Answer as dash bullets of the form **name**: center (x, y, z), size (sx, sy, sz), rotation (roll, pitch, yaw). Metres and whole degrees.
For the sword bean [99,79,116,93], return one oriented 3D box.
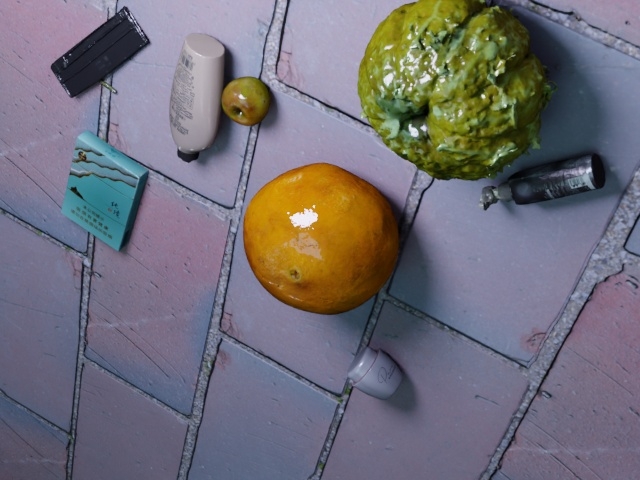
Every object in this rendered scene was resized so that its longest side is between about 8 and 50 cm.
- **sword bean**: center (-0.435, -0.313, 2.072), size (0.083, 0.012, 0.012), rotation (33, 133, 11)

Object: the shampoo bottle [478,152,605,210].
- **shampoo bottle**: center (0.353, -0.089, 1.695), size (0.207, 0.063, 0.057), rotation (-14, 102, 39)

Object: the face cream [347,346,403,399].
- **face cream**: center (0.108, 0.265, 2.084), size (0.095, 0.091, 0.091), rotation (37, 134, -6)

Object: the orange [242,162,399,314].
- **orange**: center (0.000, 0.000, 1.875), size (0.284, 0.226, 0.284), rotation (14, 131, 16)

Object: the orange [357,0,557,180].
- **orange**: center (0.193, -0.221, 1.598), size (0.300, 0.223, 0.301), rotation (-16, 112, 45)

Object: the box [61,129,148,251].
- **box**: center (-0.459, -0.102, 2.216), size (0.162, 0.041, 0.229), rotation (33, 133, 8)

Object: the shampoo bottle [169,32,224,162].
- **shampoo bottle**: center (-0.230, -0.252, 1.934), size (0.127, 0.078, 0.257), rotation (43, 137, 26)

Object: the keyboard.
- **keyboard**: center (-0.427, -0.356, 2.023), size (0.250, 0.017, 0.087), rotation (-26, 103, 37)

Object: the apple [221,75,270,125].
- **apple**: center (-0.132, -0.249, 1.882), size (0.089, 0.074, 0.089), rotation (18, 131, 21)
